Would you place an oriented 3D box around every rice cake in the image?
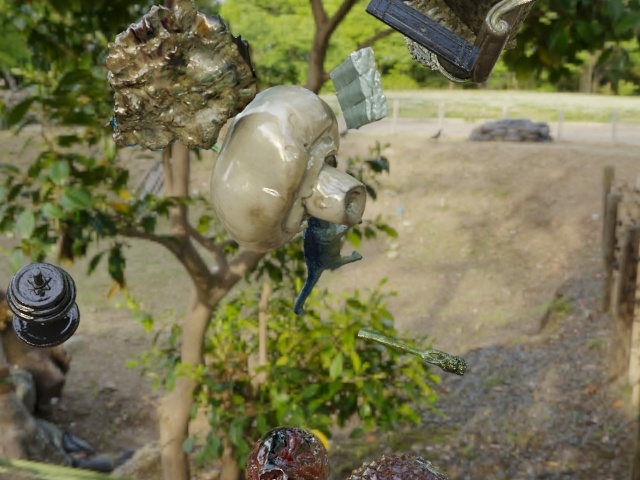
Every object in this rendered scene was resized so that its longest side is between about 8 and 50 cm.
[{"bbox_3d":[0.060,-0.244,1.316,0.038,0.124,0.211,-19,11,-8],"label":"rice cake"}]

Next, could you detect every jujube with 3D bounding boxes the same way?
[{"bbox_3d":[-0.068,0.458,1.596,0.168,0.168,0.236,2,-2,10],"label":"jujube"}]

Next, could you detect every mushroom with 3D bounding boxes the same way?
[{"bbox_3d":[-0.036,-0.097,1.217,0.234,0.260,0.254,27,55,10],"label":"mushroom"}]

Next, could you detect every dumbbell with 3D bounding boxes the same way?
[{"bbox_3d":[-0.410,0.099,1.185,0.099,0.099,0.208,-3,-32,-14],"label":"dumbbell"}]

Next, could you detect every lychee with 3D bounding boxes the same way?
[{"bbox_3d":[0.115,0.464,1.300,0.271,0.235,0.236,-22,-6,43],"label":"lychee"}]

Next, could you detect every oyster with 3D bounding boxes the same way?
[{"bbox_3d":[-0.205,-0.212,1.097,0.260,0.198,0.092,-23,38,39],"label":"oyster"}]

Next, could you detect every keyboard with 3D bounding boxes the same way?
[{"bbox_3d":[0.173,-0.353,1.345,0.205,0.061,0.013,30,-29,-4],"label":"keyboard"}]

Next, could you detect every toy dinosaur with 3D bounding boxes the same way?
[{"bbox_3d":[0.009,-0.001,1.541,0.147,0.362,0.076,-26,50,-26],"label":"toy dinosaur"}]

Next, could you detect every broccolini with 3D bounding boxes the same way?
[{"bbox_3d":[0.212,0.241,1.803,0.255,0.071,0.057,23,29,7],"label":"broccolini"}]

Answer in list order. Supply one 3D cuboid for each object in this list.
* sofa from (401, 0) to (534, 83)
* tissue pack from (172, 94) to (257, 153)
[{"bbox_3d":[0.255,-0.438,1.488,0.182,0.258,0.200,-36,-11,-14],"label":"sofa"},{"bbox_3d":[-0.164,-0.247,1.762,0.311,0.128,0.228,35,19,-13],"label":"tissue pack"}]
